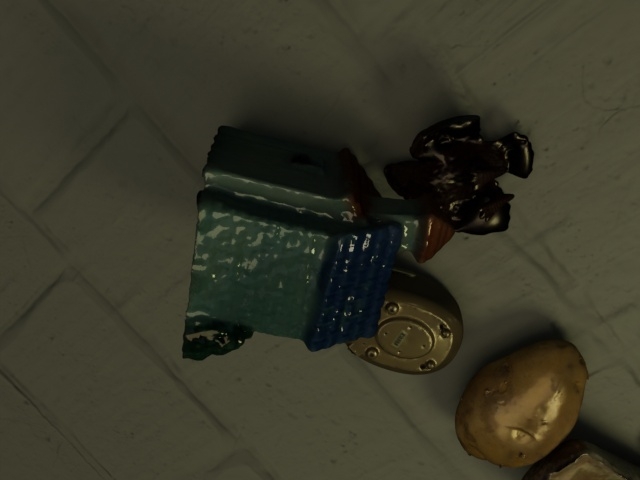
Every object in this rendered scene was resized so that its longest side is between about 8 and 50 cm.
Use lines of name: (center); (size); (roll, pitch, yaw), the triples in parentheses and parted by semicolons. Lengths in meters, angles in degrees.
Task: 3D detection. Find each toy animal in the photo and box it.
toy animal: (0.183, -0.094, 0.972); (0.179, 0.116, 0.219); (16, 152, 40)

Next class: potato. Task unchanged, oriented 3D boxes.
potato: (0.300, 0.250, 1.059); (0.234, 0.128, 0.161); (-35, 106, 23)

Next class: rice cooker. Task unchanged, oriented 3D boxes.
rice cooker: (0.112, 0.116, 1.053); (0.206, 0.127, 0.145); (18, 108, -12)

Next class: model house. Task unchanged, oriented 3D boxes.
model house: (0.000, 0.000, 0.963); (0.329, 0.295, 0.252); (5, 115, -3)

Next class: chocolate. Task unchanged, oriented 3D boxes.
chocolate: (0.448, 0.407, 1.097); (0.303, 0.100, 0.185); (31, 117, -9)
